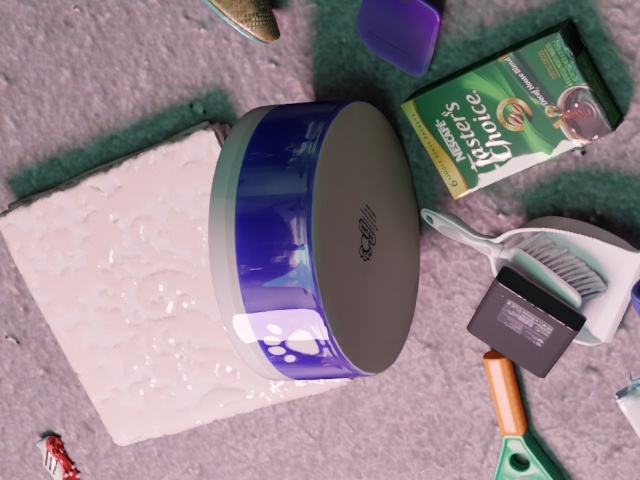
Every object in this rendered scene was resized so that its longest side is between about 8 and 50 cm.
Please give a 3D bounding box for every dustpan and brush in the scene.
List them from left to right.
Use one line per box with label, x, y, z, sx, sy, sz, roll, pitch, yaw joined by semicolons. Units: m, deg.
dustpan and brush;0.195;0.016;1.695;0.211;0.060;0.147;35;143;19

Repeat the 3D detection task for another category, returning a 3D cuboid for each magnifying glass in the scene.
magnifying glass;0.207;0.219;1.833;0.092;0.026;0.231;-3;116;29

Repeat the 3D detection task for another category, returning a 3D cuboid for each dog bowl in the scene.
dog bowl;0.000;0.000;1.668;0.104;0.265;0.265;-3;114;25

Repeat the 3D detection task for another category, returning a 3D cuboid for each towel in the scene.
towel;-0.161;0.055;1.911;0.332;0.053;0.317;-19;105;33

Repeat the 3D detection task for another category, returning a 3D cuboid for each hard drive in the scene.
hard drive;0.198;0.082;1.722;0.094;0.022;0.135;33;155;6

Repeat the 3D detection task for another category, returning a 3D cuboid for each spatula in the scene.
spatula;0.104;-0.279;1.610;0.084;0.030;0.296;31;126;12

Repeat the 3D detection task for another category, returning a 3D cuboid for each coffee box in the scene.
coffee box;0.178;-0.120;1.652;0.184;0.040;0.113;-22;105;34

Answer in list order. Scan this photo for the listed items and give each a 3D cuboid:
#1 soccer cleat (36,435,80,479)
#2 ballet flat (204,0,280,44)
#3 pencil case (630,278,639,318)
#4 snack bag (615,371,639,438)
soccer cleat;-0.316;0.273;2.124;0.036;0.029;0.083;-11;108;40
ballet flat;-0.110;-0.274;1.701;0.206;0.073;0.067;38;112;-1
pencil case;0.359;0.158;1.663;0.133;0.119;0.306;21;128;46
snack bag;0.480;0.198;1.584;0.323;0.037;0.342;-27;111;13
